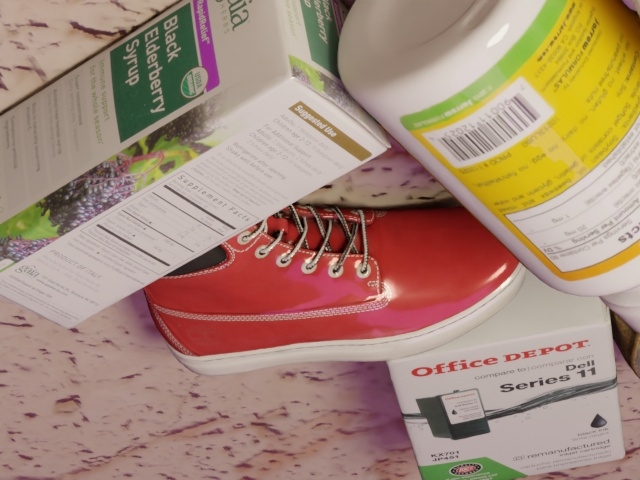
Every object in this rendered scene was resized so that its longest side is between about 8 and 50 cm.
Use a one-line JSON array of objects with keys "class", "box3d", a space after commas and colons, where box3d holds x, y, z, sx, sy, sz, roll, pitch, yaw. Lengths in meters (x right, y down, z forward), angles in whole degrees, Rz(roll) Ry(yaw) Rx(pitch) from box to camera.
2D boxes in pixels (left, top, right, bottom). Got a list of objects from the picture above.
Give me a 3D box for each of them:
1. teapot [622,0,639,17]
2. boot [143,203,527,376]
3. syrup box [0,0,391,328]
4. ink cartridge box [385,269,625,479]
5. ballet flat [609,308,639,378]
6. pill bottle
[{"class": "teapot", "box3d": [0.229, -0.141, 0.939, 0.187, 0.256, 0.252, -14, 168, 38]}, {"class": "boot", "box3d": [0.000, 0.000, 1.198, 0.244, 0.088, 0.176, -12, 145, 8]}, {"class": "syrup box", "box3d": [-0.087, -0.052, 1.083, 0.237, 0.093, 0.096, -29, 142, 25]}, {"class": "ink cartridge box", "box3d": [0.125, 0.083, 1.349, 0.153, 0.087, 0.208, -11, 147, 6]}, {"class": "ballet flat", "box3d": [0.260, 0.036, 1.290, 0.116, 0.124, 0.342, -2, 146, -5]}, {"class": "pill bottle", "box3d": [0.134, -0.056, 1.048, 0.136, 0.136, 0.245, -30, 125, 26]}]
